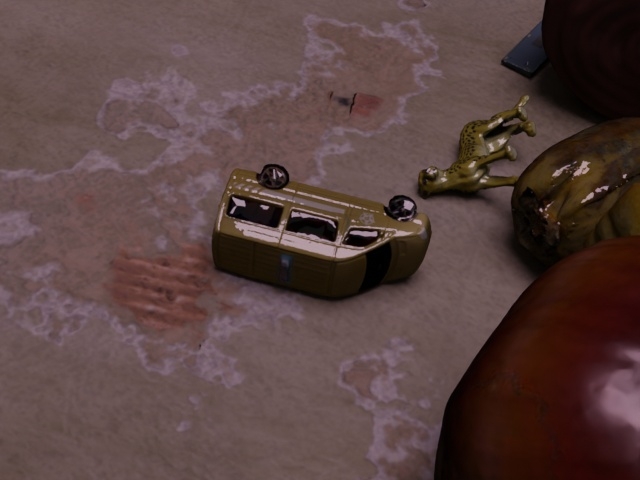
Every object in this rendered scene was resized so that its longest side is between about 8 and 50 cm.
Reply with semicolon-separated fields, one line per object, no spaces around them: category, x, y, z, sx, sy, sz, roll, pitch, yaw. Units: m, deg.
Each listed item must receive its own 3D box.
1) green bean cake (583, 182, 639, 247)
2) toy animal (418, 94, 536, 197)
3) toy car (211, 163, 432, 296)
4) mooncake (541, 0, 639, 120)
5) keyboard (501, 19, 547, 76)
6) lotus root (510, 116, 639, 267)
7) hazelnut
green bean cake;0.436;0.026;1.166;0.236;0.233;0.124;-8;56;-16
toy animal;0.217;-0.128;1.365;0.136;0.073;0.181;-8;41;29
toy car;0.000;0.000;1.196;0.256;0.101;0.124;14;52;5
mooncake;0.499;-0.302;1.419;0.326;0.334;0.174;48;48;-21
keyboard;0.355;-0.317;1.599;0.055;0.014;0.176;31;51;18
lotus root;0.367;-0.066;1.283;0.275;0.160;0.152;-21;43;-23
hazelnut;0.285;0.179;0.932;0.359;0.359;0.409;28;47;15
